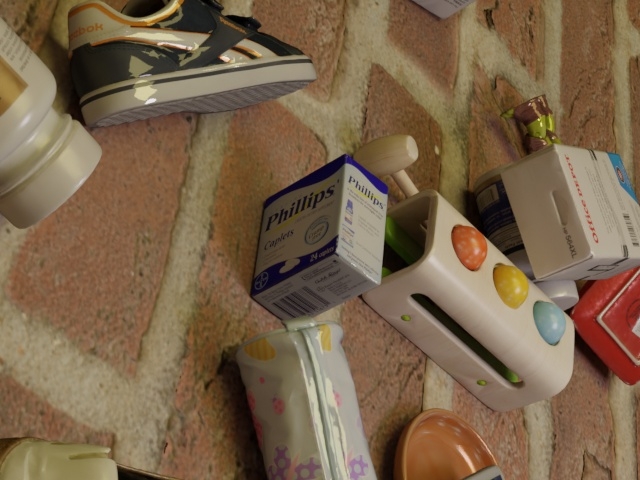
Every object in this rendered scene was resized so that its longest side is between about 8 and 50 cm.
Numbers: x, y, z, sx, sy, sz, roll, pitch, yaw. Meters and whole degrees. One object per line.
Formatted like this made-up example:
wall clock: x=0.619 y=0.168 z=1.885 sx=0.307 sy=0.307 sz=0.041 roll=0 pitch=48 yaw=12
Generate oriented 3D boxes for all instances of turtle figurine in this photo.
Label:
turtle figurine: x=0.331 y=-0.095 z=2.115 sx=0.269 sy=0.087 sz=0.217 roll=-26 pitch=90 yaw=-56

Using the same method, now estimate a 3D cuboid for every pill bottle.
pill bottle: x=-0.297 y=-0.123 z=1.261 sx=0.229 sy=0.131 sz=0.131 roll=48 pitch=37 yaw=-22
pill bottle: x=0.272 y=0.000 z=1.953 sx=0.112 sy=0.112 sz=0.187 roll=12 pitch=60 yaw=-49

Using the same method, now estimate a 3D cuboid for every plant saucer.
plant saucer: x=0.142 y=0.286 z=1.663 sx=0.200 sy=0.037 sz=0.200 roll=31 pitch=46 yaw=-38

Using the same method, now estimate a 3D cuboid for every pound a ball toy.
pound a ball toy: x=0.175 y=0.027 z=1.788 sx=0.319 sy=0.135 sz=0.208 roll=42 pitch=40 yaw=-30

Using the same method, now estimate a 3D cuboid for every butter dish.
butter dish: x=0.413 y=0.092 z=2.088 sx=0.160 sy=0.118 sz=0.160 roll=-48 pitch=112 yaw=-9

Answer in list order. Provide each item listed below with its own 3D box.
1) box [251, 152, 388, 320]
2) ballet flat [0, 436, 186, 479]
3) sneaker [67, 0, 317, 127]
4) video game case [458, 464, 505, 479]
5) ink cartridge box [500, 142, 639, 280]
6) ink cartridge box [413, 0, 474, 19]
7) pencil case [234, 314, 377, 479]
box: x=0.000 y=0.000 z=1.580 sx=0.072 sy=0.126 sz=0.137 roll=37 pitch=42 yaw=-32
ballet flat: x=-0.173 y=0.218 z=1.210 sx=0.342 sy=0.124 sz=0.116 roll=26 pitch=49 yaw=-42
sneaker: x=-0.125 y=-0.197 z=1.542 sx=0.321 sy=0.126 sz=0.128 roll=-13 pitch=85 yaw=-54
video game case: x=0.190 y=0.402 z=1.518 sx=0.329 sy=0.036 sz=0.300 roll=68 pitch=20 yaw=9
ink cartridge box: x=0.320 y=-0.032 z=1.856 sx=0.203 sy=0.086 sz=0.148 roll=2 pitch=67 yaw=-55
ink cartridge box: x=0.223 y=-0.457 z=2.046 sx=0.114 sy=0.273 sz=0.197 roll=22 pitch=51 yaw=-40
pencil case: x=-0.003 y=0.214 z=1.443 sx=0.124 sy=0.113 sz=0.273 roll=85 pitch=-9 yaw=-71
